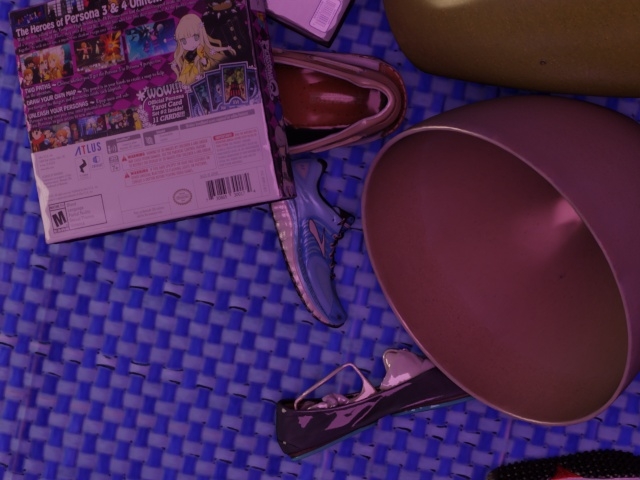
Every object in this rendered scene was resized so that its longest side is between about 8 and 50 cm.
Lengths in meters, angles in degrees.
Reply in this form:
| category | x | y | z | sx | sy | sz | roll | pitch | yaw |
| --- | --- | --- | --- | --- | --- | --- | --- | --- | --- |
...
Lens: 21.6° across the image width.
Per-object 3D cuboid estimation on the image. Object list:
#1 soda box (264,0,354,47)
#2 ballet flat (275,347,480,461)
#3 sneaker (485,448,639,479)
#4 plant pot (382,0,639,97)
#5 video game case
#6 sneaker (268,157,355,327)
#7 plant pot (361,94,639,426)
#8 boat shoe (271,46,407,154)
| category | x | y | z | sx | sy | sz | roll | pitch | yaw |
| --- | --- | --- | --- | --- | --- | --- | --- | --- | --- |
| soda box | 0.034 | -0.317 | 1.478 | 0.091 | 0.098 | 0.286 | 27 | 93 | 0 |
| ballet flat | 0.052 | 0.137 | 1.519 | 0.203 | 0.074 | 0.074 | -19 | 93 | 4 |
| sneaker | 0.233 | 0.240 | 1.536 | 0.161 | 0.057 | 0.075 | -6 | 110 | -1 |
| plant pot | 0.209 | -0.229 | 1.391 | 0.293 | 0.274 | 0.275 | -10 | 94 | 31 |
| video game case | -0.146 | -0.118 | 1.436 | 0.232 | 0.042 | 0.210 | -11 | 88 | 22 |
| sneaker | 0.000 | 0.000 | 1.514 | 0.073 | 0.063 | 0.162 | -16 | 93 | -2 |
| plant pot | 0.202 | -0.013 | 1.432 | 0.191 | 0.284 | 0.284 | -36 | 93 | -33 |
| boat shoe | -0.075 | -0.125 | 1.485 | 0.302 | 0.103 | 0.113 | -6 | 95 | 2 |
